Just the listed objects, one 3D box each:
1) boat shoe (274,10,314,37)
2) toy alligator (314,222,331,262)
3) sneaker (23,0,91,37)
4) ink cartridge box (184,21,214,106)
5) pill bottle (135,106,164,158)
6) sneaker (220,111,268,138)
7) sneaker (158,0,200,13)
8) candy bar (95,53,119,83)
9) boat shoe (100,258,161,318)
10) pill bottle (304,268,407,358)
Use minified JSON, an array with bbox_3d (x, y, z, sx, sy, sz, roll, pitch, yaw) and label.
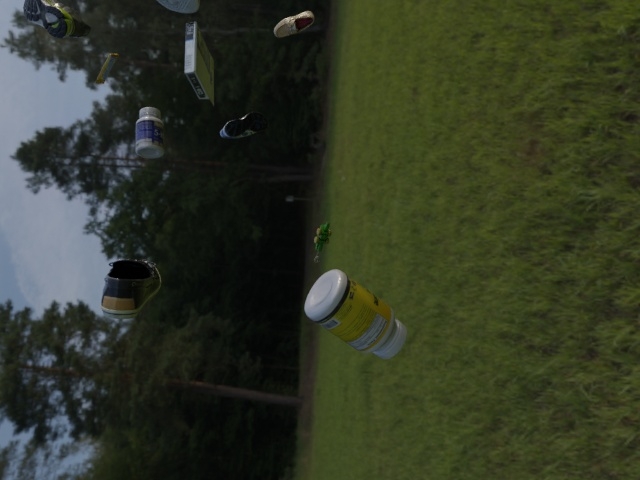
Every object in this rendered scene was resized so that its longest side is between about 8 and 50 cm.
[{"bbox_3d":[-0.101,-0.837,2.200,0.063,0.170,0.059,59,-172,-38],"label":"boat shoe"},{"bbox_3d":[0.000,0.000,2.319,0.051,0.056,0.190,-118,39,-54],"label":"toy alligator"},{"bbox_3d":[-0.897,-0.760,1.913,0.121,0.300,0.111,-8,-45,-58],"label":"sneaker"},{"bbox_3d":[-0.416,-0.603,1.959,0.208,0.045,0.207,70,-165,-68],"label":"ink cartridge box"},{"bbox_3d":[-0.693,-0.439,2.303,0.112,0.111,0.187,93,173,-74],"label":"pill bottle"},{"bbox_3d":[-0.294,-0.441,2.178,0.081,0.211,0.080,-9,99,53],"label":"sneaker"},{"bbox_3d":[-0.398,-0.694,1.462,0.151,0.255,0.094,-60,-1,-36],"label":"sneaker"},{"bbox_3d":[-0.834,-0.673,2.212,0.161,0.040,0.018,-41,69,36],"label":"candy bar"},{"bbox_3d":[-0.714,0.143,2.155,0.500,0.186,0.156,-114,30,-75],"label":"boat shoe"},{"bbox_3d":[0.126,0.257,1.897,0.188,0.333,0.188,-42,25,25],"label":"pill bottle"}]
